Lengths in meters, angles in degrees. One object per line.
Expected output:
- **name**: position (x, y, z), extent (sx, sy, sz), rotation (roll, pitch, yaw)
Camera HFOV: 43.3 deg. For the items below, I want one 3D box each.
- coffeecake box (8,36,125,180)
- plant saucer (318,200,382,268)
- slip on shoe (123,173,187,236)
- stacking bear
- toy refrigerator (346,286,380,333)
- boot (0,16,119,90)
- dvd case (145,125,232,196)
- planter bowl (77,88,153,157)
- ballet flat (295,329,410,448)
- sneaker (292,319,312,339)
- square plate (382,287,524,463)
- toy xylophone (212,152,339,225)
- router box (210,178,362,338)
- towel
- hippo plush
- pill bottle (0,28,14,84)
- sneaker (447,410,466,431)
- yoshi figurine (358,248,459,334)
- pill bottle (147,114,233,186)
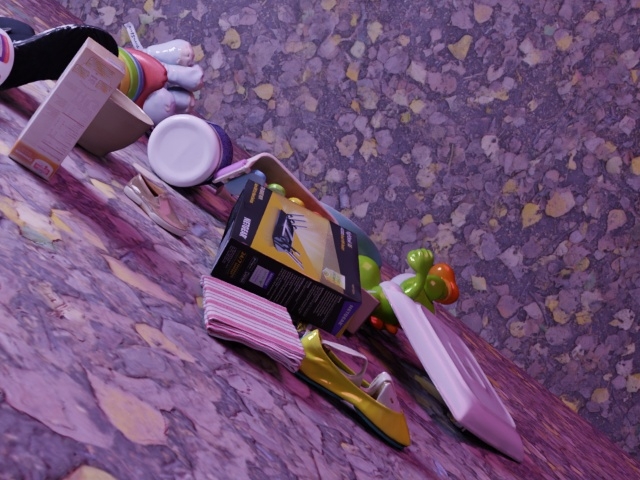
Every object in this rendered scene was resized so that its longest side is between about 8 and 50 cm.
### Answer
- **coffeecake box**: position (-0.361, -0.192, 1.160), extent (0.068, 0.185, 0.142), rotation (36, 7, -23)
- **plant saucer**: position (0.000, 0.000, 1.945), extent (0.318, 0.043, 0.317), rotation (28, -22, 13)
- **slip on shoe**: position (-0.273, -0.060, 1.364), extent (0.135, 0.041, 0.051), rotation (40, 7, 16)
- **stacking bear**: position (-0.489, -0.360, 1.807), extent (0.164, 0.175, 0.289), rotation (41, 14, 0)
- **toy refrigerator**: position (-0.011, 0.077, 1.653), extent (0.269, 0.094, 0.102), rotation (40, -1, 7)
- **boot**: position (-0.494, -0.343, 1.408), extent (0.207, 0.247, 0.094), rotation (-130, -152, -51)
- **dvd case**: position (-0.342, -0.210, 2.087), extent (0.239, 0.029, 0.179), rotation (33, 8, -41)
- **planter bowl**: position (-0.402, -0.222, 1.470), extent (0.162, 0.109, 0.162), rotation (40, 5, -4)
- **ballet flat**: position (0.058, 0.209, 1.158), extent (0.231, 0.077, 0.077), rotation (38, 6, -9)
- **sneaker**: position (-0.034, 0.142, 1.324), extent (0.035, 0.031, 0.083), rotation (37, 7, -9)
- **square plate**: position (0.288, 0.274, 1.680), extent (0.347, 0.049, 0.344), rotation (39, 18, -47)
- **toy xylophone**: position (-0.102, -0.063, 1.771), extent (0.323, 0.081, 0.236), rotation (39, -38, -21)
- **router box**: position (-0.053, 0.022, 1.434), extent (0.243, 0.081, 0.309), rotation (27, 20, -10)
- **towel**: position (-0.102, 0.111, 1.132), extent (0.144, 0.029, 0.197), rotation (26, 10, -17)
- **hippo plush**: position (-0.443, -0.431, 2.150), extent (0.294, 0.234, 0.236), rotation (56, 10, -25)
- **pill bottle**: position (-0.547, -0.291, 1.164), extent (0.108, 0.108, 0.193), rotation (40, 6, 17)
- **sneaker**: position (0.272, 0.352, 1.590), extent (0.037, 0.032, 0.083), rotation (52, 11, -2)
- **yoshi figurine**: position (0.157, 0.102, 1.858), extent (0.203, 0.203, 0.362), rotation (19, 13, 35)
- **pill bottle**: position (-0.278, -0.197, 1.800), extent (0.153, 0.153, 0.264), rotation (39, 7, 1)
